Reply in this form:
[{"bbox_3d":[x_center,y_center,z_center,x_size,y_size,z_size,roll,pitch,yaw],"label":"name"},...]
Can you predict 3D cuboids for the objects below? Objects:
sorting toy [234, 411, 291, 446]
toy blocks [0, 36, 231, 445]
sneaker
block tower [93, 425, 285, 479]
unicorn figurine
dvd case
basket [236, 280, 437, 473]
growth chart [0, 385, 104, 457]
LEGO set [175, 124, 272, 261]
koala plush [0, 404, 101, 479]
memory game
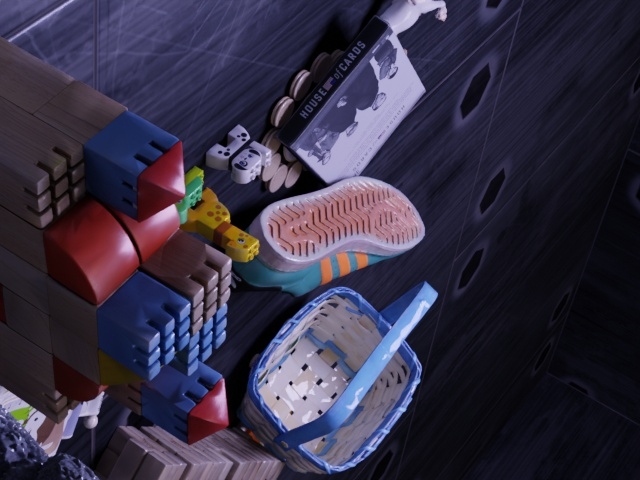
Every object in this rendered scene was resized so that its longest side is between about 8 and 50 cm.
[{"bbox_3d":[-0.126,0.343,2.025,0.347,0.047,0.196,-47,157,-33],"label":"sorting toy"},{"bbox_3d":[-0.185,0.022,1.089,0.191,0.261,0.381,-46,156,-36],"label":"toy blocks"},{"bbox_3d":[0.000,0.000,1.737,0.302,0.108,0.121,-9,158,-47],"label":"sneaker"},{"bbox_3d":[-0.159,0.290,1.760,0.097,0.091,0.335,-61,156,4],"label":"block tower"},{"bbox_3d":[0.101,-0.276,1.682,0.162,0.060,0.111,-58,154,5],"label":"unicorn figurine"},{"bbox_3d":[0.042,-0.153,1.689,0.179,0.029,0.239,-51,162,-1],"label":"dvd case"},{"bbox_3d":[0.022,0.185,1.887,0.255,0.201,0.289,-48,-171,-34],"label":"basket"},{"bbox_3d":[-0.288,0.180,1.424,0.237,0.021,0.172,-31,145,-51],"label":"growth chart"},{"bbox_3d":[-0.118,-0.011,1.466,0.227,0.093,0.087,-46,156,-36],"label":"LEGO set"},{"bbox_3d":[-0.306,0.276,1.251,0.221,0.196,0.203,-50,159,-20],"label":"koala plush"},{"bbox_3d":[-0.018,-0.139,1.658,0.186,0.012,0.186,-51,159,-28],"label":"memory game"}]
